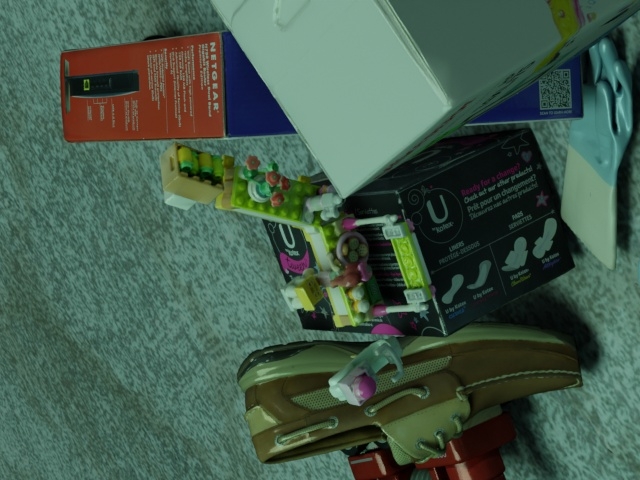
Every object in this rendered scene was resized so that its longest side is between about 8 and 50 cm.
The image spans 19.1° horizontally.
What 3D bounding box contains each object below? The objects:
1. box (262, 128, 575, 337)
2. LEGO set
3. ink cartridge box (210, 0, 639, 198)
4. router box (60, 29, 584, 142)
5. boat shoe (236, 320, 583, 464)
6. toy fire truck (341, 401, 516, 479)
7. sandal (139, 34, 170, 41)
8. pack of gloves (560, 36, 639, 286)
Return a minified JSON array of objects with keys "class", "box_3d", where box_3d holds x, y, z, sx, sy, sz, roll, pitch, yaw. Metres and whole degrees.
[{"class":"box","box_3d":[0.084,-0.009,1.753,0.247,0.163,0.142,0,113,59]},{"class":"LEGO set","box_3d":[0.000,0.000,1.595,0.107,0.132,0.287,-6,129,53]},{"class":"ink cartridge box","box_3d":[0.095,-0.197,1.342,0.197,0.270,0.198,57,153,3]},{"class":"router box","box_3d":[-0.006,-0.131,1.581,0.301,0.336,0.082,5,99,60]},{"class":"boat shoe","box_3d":[0.085,0.152,1.784,0.122,0.324,0.119,53,-149,-68]},{"class":"toy fire truck","box_3d":[0.150,0.251,1.954,0.217,0.158,0.246,-23,87,61]},{"class":"sandal","box_3d":[-0.162,-0.179,2.073,0.102,0.076,0.265,40,168,-16]},{"class":"pack of gloves","box_3d":[0.270,-0.053,1.558,0.195,0.046,0.232,54,157,42]}]
